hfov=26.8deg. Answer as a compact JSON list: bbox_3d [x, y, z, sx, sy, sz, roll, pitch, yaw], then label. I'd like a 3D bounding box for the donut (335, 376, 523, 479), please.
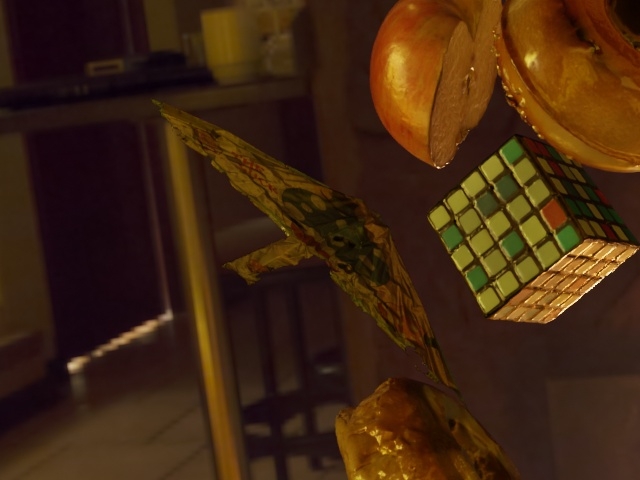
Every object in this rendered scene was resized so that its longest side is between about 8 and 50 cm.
[{"bbox_3d":[0.159,0.316,1.686,0.160,0.330,0.330,-44,-8,21],"label":"donut"}]

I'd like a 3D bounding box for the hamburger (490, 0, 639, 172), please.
[{"bbox_3d":[0.267,-0.162,1.275,0.237,0.237,0.147,-11,-29,-31],"label":"hamburger"}]

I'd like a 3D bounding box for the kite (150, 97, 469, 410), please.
[{"bbox_3d":[0.000,0.000,1.231,0.014,0.406,0.368,-49,-9,20],"label":"kite"}]

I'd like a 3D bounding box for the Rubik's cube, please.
[{"bbox_3d":[0.288,-0.013,1.834,0.184,0.187,0.182,-41,-27,26],"label":"Rubik's cube"}]

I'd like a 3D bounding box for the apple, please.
[{"bbox_3d":[0.163,-0.270,2.100,0.163,0.251,0.293,19,35,22],"label":"apple"}]
